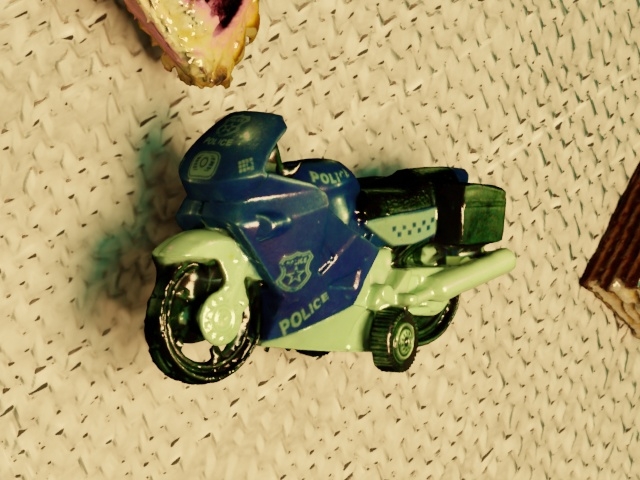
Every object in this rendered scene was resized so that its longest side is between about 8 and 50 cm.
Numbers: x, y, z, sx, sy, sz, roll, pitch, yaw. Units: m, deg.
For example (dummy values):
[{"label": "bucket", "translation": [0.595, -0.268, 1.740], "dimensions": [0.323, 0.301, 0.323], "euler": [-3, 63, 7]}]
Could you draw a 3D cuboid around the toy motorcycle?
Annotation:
[{"label": "toy motorcycle", "translation": [0.000, 0.000, 1.348], "dimensions": [0.331, 0.125, 0.196], "euler": [-6, 100, -44]}]

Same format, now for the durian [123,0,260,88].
[{"label": "durian", "translation": [-0.140, -0.257, 1.239], "dimensions": [0.341, 0.112, 0.191], "euler": [45, 57, -43]}]

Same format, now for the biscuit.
[{"label": "biscuit", "translation": [0.338, -0.022, 1.685], "dimensions": [0.106, 0.070, 0.252], "euler": [41, 68, -34]}]
